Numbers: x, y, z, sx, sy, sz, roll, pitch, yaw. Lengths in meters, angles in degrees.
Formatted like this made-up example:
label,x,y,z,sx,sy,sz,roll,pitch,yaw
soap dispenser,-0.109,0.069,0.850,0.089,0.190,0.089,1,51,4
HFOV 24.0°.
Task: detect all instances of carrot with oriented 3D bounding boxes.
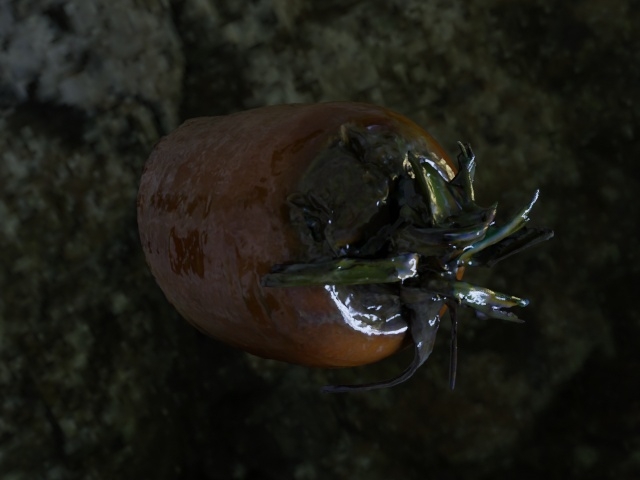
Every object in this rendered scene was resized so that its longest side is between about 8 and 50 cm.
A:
label,x,y,z,sx,sy,sz,roll,pitch,yaw
carrot,0.000,0.000,1.091,0.331,0.193,0.214,-2,-105,56
